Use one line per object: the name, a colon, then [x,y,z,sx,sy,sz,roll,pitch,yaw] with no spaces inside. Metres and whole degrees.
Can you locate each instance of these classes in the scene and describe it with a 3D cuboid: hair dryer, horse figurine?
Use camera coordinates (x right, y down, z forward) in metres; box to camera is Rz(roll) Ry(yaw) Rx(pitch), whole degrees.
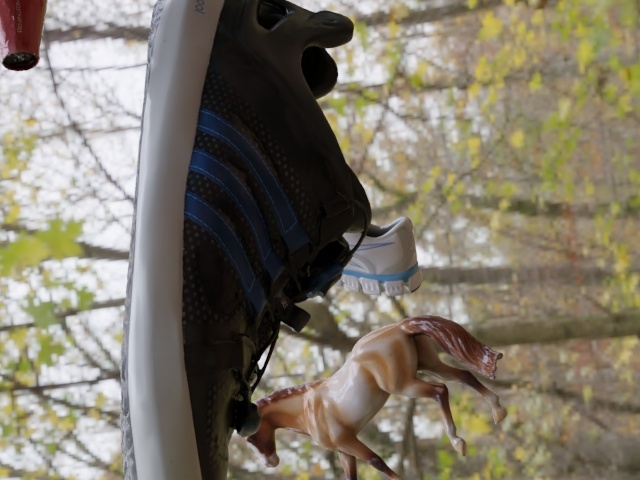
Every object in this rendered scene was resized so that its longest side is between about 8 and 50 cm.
hair dryer: [-0.247,-0.289,1.159,0.293,0.223,0.080,-60,-5,-26]
horse figurine: [0.058,0.156,1.092,0.174,0.263,0.066,48,-159,10]

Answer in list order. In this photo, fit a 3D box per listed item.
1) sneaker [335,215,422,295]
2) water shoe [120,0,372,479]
sneaker: [0.000,0.000,1.075,0.071,0.190,0.083,-72,-18,-66]
water shoe: [-0.021,-0.002,0.373,0.073,0.080,0.203,111,162,-63]
